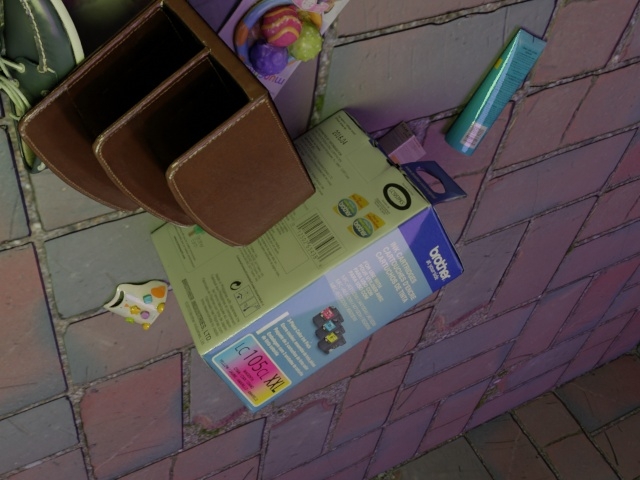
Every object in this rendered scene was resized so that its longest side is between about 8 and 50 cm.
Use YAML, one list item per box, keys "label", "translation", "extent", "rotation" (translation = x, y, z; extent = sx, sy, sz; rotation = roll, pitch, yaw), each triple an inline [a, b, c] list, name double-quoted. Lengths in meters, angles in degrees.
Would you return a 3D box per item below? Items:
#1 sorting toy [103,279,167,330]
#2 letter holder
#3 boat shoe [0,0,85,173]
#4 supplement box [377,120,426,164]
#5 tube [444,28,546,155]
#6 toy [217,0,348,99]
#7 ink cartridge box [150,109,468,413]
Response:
- label: "sorting toy"
  translation: [-0.281, 0.094, 1.203]
  extent: [0.075, 0.045, 0.083]
  rotation: [24, 119, -33]
- label: "letter holder"
  translation: [-0.151, -0.082, 0.866]
  extent: [0.214, 0.152, 0.302]
  rotation: [-40, 164, -3]
- label: "boat shoe"
  translation: [-0.284, -0.160, 0.790]
  extent: [0.079, 0.095, 0.254]
  rotation: [-32, 160, -25]
- label: "supplement box"
  translation: [0.108, -0.130, 1.244]
  extent: [0.098, 0.036, 0.062]
  rotation: [-37, 148, 7]
- label: "tube"
  translation: [0.272, -0.229, 1.254]
  extent: [0.080, 0.052, 0.207]
  rotation: [0, 130, -50]
- label: "toy"
  translation: [-0.031, -0.249, 0.932]
  extent: [0.137, 0.056, 0.237]
  rotation: [8, 130, -47]
- label: "ink cartridge box"
  translation: [0.000, 0.000, 1.076]
  extent: [0.395, 0.270, 0.151]
  rotation: [-34, 133, 0]
